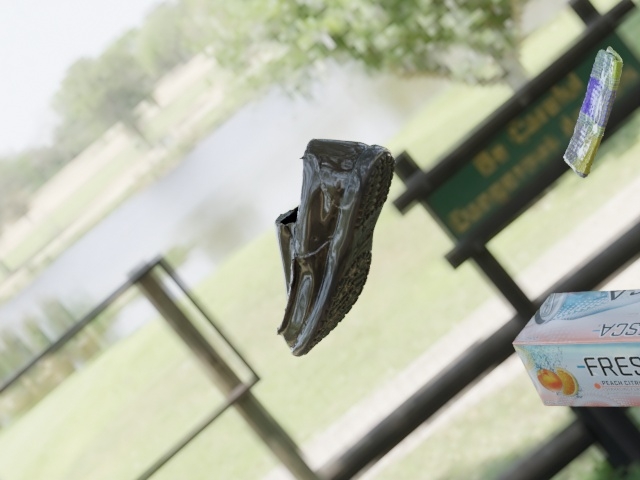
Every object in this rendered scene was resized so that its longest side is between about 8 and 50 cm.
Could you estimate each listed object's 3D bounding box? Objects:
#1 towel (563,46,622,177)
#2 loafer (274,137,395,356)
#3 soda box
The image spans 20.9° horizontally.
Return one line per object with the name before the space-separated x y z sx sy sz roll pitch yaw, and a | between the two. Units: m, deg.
towel | 0.181 -0.085 1.151 0.060 0.009 0.083 -93 18 -73
loafer | 0.000 0.000 1.456 0.080 0.078 0.220 -38 -28 -52
soda box | 0.223 0.071 1.155 0.183 0.058 0.063 -5 31 44
